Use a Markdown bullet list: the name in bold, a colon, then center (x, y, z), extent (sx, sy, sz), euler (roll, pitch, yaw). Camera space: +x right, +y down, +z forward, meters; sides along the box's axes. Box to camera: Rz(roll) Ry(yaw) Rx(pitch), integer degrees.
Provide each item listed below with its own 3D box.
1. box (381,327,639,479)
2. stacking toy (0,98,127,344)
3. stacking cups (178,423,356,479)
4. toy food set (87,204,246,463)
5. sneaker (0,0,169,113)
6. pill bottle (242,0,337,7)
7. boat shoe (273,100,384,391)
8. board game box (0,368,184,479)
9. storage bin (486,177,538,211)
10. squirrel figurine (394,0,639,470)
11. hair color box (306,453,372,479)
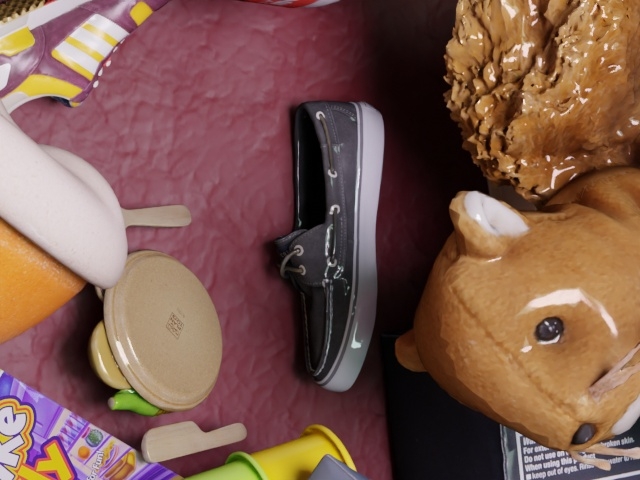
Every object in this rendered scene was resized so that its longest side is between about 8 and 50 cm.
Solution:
- **box**: center (0.227, 0.198, 1.425), extent (0.296, 0.183, 0.294), euler (-6, 92, -27)
- **stacking toy**: center (-0.382, 0.062, 1.064), extent (0.350, 0.350, 0.480), euler (41, 86, -22)
- **stacking cups**: center (-0.129, 0.208, 1.204), extent (0.316, 0.096, 0.096), euler (-13, 95, -24)
- **toy food set**: center (-0.124, 0.067, 1.304), extent (0.132, 0.039, 0.192), euler (-2, 75, -55)
- **sneaker**: center (-0.175, -0.144, 1.286), extent (0.185, 0.069, 0.083), euler (-24, 113, -24)
- **pill bottle**: center (-0.062, -0.271, 1.220), extent (0.363, 0.210, 0.210), euler (3, 88, -31)
- **boat shoe**: center (0.000, 0.000, 1.368), extent (0.076, 0.080, 0.228), euler (9, 84, -22)
- **board game box**: center (-0.232, 0.290, 1.233), extent (0.233, 0.078, 0.347), euler (34, 74, -24)
- **storage bin**: center (0.275, -0.099, 1.492), extent (0.262, 0.123, 0.260), euler (-11, 95, -28)
- **squirrel figurine**: center (0.213, -0.023, 1.243), extent (0.370, 0.281, 0.397), euler (-16, 64, -19)
- **hair color box**: center (-0.017, 0.353, 1.198), extent (0.185, 0.113, 0.374), euler (34, 90, -35)
